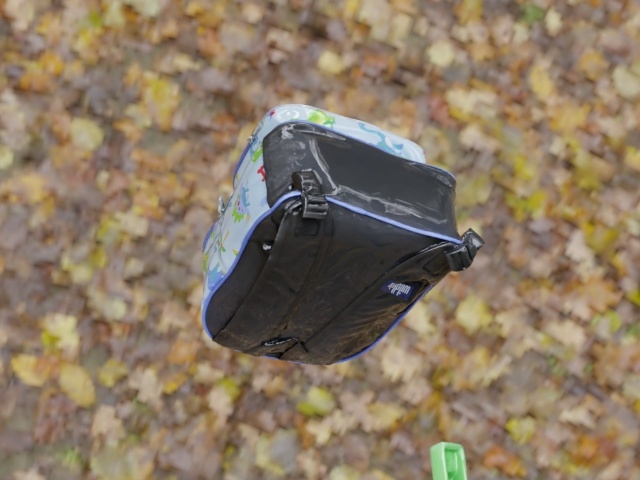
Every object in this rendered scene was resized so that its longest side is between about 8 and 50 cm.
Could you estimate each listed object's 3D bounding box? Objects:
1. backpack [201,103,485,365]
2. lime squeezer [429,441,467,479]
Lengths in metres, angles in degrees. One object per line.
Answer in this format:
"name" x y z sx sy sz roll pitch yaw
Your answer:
"backpack" 0.000 0.000 0.762 0.105 0.114 0.084 16 44 -23
"lime squeezer" 0.097 0.214 0.619 0.058 0.110 0.310 -6 37 -30
